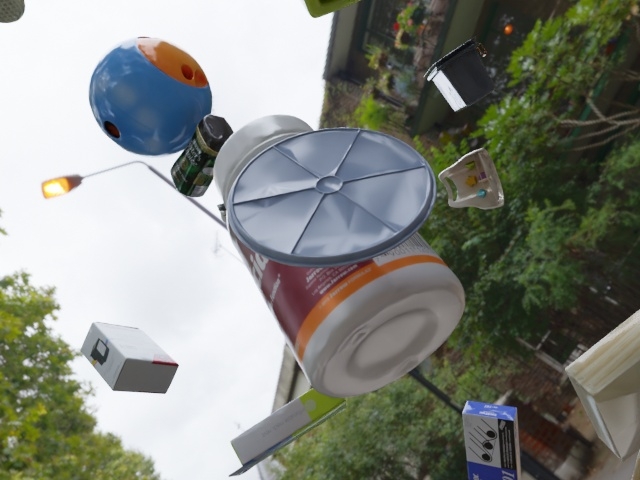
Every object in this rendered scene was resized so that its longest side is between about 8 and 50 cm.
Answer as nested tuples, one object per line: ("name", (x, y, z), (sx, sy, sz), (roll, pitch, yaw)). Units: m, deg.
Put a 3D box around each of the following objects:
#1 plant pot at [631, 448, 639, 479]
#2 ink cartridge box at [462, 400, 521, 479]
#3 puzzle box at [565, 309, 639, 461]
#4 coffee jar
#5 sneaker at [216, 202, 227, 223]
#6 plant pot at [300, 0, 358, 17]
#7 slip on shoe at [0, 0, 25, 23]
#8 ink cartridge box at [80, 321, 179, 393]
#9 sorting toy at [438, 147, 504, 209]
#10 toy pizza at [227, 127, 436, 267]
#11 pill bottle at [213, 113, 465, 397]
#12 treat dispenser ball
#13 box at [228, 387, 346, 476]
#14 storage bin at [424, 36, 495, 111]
("plant pot", (0.358, 0.275, 0.524), (0.236, 0.032, 0.236), (-2, -86, -41))
("ink cartridge box", (0.343, 0.425, 1.053), (0.046, 0.097, 0.207), (-36, -60, -55))
("puzzle box", (0.542, 0.124, 0.736), (0.409, 0.052, 0.272), (-39, -50, 2))
("coffee jar", (-0.258, -0.187, 1.177), (0.079, 0.096, 0.184), (2, -39, -46))
("sneaker", (-0.203, -0.062, 1.168), (0.040, 0.043, 0.109), (-17, -2, -8))
("plant pot", (0.026, -0.487, 0.724), (0.228, 0.207, 0.227), (-25, -36, -4))
("slip on shoe", (-0.602, -0.468, 0.797), (0.331, 0.123, 0.101), (36, -130, -32))
("ink cartridge box", (-0.403, 0.246, 1.115), (0.127, 0.175, 0.072), (22, -89, -47))
("sorting toy", (0.208, -0.081, 0.744), (0.075, 0.083, 0.045), (-18, 10, 29))
("toy pizza", (0.010, -0.043, 0.517), (0.201, 0.201, 0.032), (-40, -38, -27))
("pill bottle", (0.000, 0.000, 0.756), (0.224, 0.392, 0.224), (-20, -40, -18))
("treat dispenser ball", (-0.410, -0.346, 1.293), (0.288, 0.288, 0.288), (-40, -29, -27))
("box", (-0.048, 0.261, 0.740), (0.178, 0.042, 0.109), (-30, -21, -9))
("storage bin", (0.249, -0.281, 0.916), (0.098, 0.091, 0.135), (-33, 6, 7))
